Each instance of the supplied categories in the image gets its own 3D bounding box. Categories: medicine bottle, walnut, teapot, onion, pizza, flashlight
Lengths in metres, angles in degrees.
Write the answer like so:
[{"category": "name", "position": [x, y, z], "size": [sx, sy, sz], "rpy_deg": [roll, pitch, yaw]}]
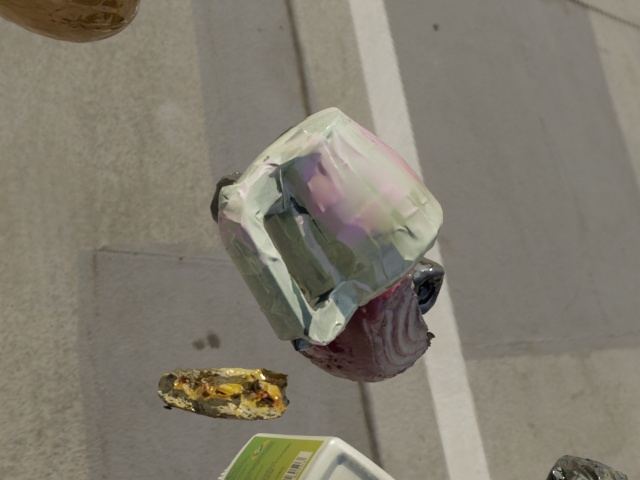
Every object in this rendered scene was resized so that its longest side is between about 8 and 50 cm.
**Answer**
[{"category": "medicine bottle", "position": [-0.012, 0.218, 0.660], "size": [0.132, 0.188, 0.088], "rpy_deg": [42, 62, -17]}, {"category": "walnut", "position": [-0.297, -0.312, 0.955], "size": [0.197, 0.165, 0.165], "rpy_deg": [17, 60, -22]}, {"category": "teapot", "position": [-0.009, -0.021, 0.817], "size": [0.221, 0.163, 0.178], "rpy_deg": [-44, 107, -17]}, {"category": "onion", "position": [0.020, 0.128, 1.168], "size": [0.250, 0.248, 0.111], "rpy_deg": [63, 38, -52]}, {"category": "pizza", "position": [-0.119, 0.198, 1.090], "size": [0.182, 0.161, 0.062], "rpy_deg": [8, 96, -11]}, {"category": "flashlight", "position": [0.000, 0.000, 1.268], "size": [0.103, 0.424, 0.103], "rpy_deg": [-28, 130, -40]}]

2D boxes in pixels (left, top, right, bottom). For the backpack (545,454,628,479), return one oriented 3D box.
[{"category": "backpack", "position": [0.347, 0.423, 1.154], "size": [0.133, 0.206, 0.258], "rpy_deg": [21, 30, 1]}]
